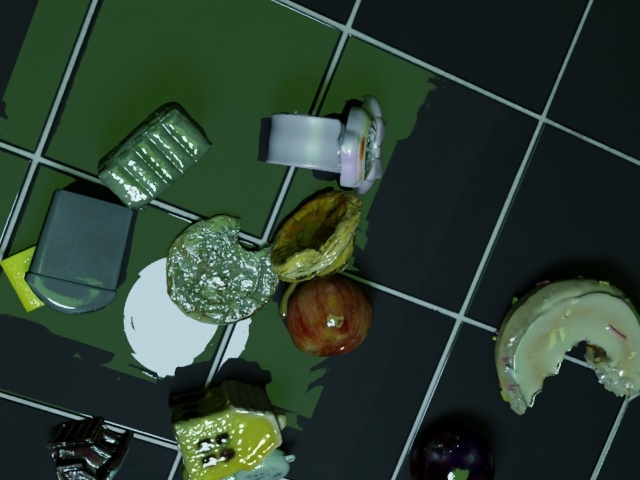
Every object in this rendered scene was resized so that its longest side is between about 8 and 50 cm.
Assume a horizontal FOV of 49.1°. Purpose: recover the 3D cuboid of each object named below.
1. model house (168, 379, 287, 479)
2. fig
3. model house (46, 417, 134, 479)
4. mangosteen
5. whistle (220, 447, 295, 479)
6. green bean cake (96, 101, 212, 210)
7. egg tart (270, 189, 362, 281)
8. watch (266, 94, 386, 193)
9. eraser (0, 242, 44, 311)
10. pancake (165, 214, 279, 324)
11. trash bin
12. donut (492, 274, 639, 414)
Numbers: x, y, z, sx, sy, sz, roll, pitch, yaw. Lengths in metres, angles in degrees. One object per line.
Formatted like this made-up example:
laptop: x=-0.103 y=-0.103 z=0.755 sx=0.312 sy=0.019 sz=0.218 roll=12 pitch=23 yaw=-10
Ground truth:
model house: x=-0.193 y=0.405 z=1.493 sx=0.234 sy=0.193 sz=0.174 roll=-11 pitch=98 yaw=-12
fig: x=0.012 y=0.150 z=1.507 sx=0.205 sy=0.205 sz=0.205 roll=-1 pitch=98 yaw=-10
model house: x=-0.499 y=0.452 z=1.472 sx=0.152 sy=0.165 sz=0.106 roll=34 pitch=107 yaw=-11
mangosteen: x=0.307 y=0.533 z=1.613 sx=0.194 sy=0.194 sz=0.230 roll=-23 pitch=127 yaw=-7
whistle: x=-0.177 y=0.519 z=1.561 sx=0.258 sy=0.067 sz=0.126 roll=-23 pitch=144 yaw=5
green bean cake: x=-0.331 y=-0.167 z=1.374 sx=0.222 sy=0.227 sz=0.125 roll=-45 pitch=107 yaw=-3
egg tart: x=0.000 y=0.000 z=1.459 sx=0.241 sy=0.241 sz=0.106 roll=-44 pitch=119 yaw=-2
watch: x=0.009 y=-0.210 z=1.460 sx=0.218 sy=0.248 sz=0.210 roll=10 pitch=98 yaw=15
eraser: x=-0.586 y=0.073 z=1.450 sx=0.097 sy=0.045 sz=0.122 roll=-26 pitch=102 yaw=-8
pancake: x=-0.215 y=0.069 z=1.521 sx=0.254 sy=0.037 sz=0.253 roll=-1 pitch=97 yaw=-9
trash bin: x=-0.484 y=0.030 z=1.408 sx=0.177 sy=0.101 sz=0.236 roll=16 pitch=82 yaw=-22
donut: x=0.572 y=0.233 z=1.626 sx=0.371 sy=0.150 sz=0.307 roll=-5 pitch=98 yaw=-10
